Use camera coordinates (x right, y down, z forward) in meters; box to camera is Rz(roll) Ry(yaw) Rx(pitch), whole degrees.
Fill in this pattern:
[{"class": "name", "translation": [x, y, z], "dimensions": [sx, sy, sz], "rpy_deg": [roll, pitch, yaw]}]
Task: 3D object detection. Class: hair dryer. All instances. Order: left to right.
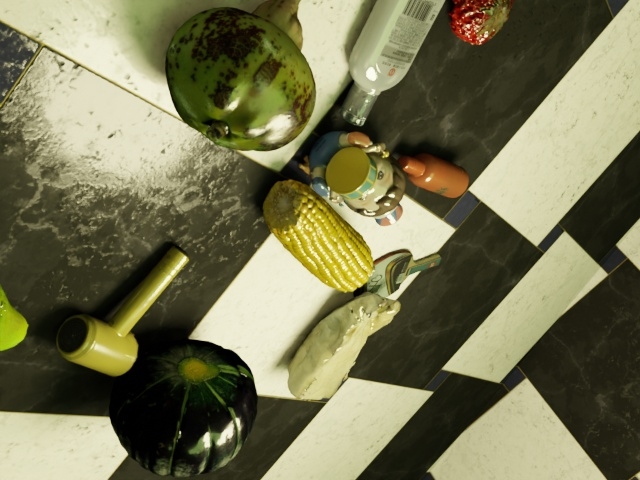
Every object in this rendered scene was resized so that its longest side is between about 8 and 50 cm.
[{"class": "hair dryer", "translation": [-0.352, 0.119, 1.357], "dimensions": [0.278, 0.090, 0.135], "rpy_deg": [-50, 145, -2]}]

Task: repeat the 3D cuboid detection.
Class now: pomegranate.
[{"class": "pomegranate", "translation": [-0.092, -0.261, 1.094], "dimensions": [0.276, 0.204, 0.222], "rpy_deg": [-43, 132, -8]}]

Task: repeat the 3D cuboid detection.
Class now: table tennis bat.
[{"class": "table tennis bat", "translation": [0.208, 0.087, 1.974], "dimensions": [0.301, 0.022, 0.173], "rpy_deg": [-14, 137, -35]}]

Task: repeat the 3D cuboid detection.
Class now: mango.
[{"class": "mango", "translation": [-0.531, 0.101, 1.106], "dimensions": [0.125, 0.111, 0.233], "rpy_deg": [-41, 148, 3]}]

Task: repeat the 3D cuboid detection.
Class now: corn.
[{"class": "corn", "translation": [0.000, 0.000, 1.546], "dimensions": [0.144, 0.144, 0.387], "rpy_deg": [-46, 144, 3]}]

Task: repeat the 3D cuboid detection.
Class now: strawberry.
[{"class": "strawberry", "translation": [0.315, -0.452, 1.428], "dimensions": [0.145, 0.086, 0.145], "rpy_deg": [-29, 146, -22]}]

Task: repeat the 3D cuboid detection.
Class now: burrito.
[{"class": "burrito", "translation": [0.050, 0.251, 1.877], "dimensions": [0.331, 0.135, 0.190], "rpy_deg": [-53, 147, 12]}]

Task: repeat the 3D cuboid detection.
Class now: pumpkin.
[{"class": "pumpkin", "translation": [-0.282, 0.356, 1.490], "dimensions": [0.296, 0.296, 0.295], "rpy_deg": [-28, 144, -23]}]

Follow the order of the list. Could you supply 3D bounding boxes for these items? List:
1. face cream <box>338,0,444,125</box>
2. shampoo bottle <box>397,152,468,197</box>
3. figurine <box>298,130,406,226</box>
[{"class": "face cream", "translation": [0.121, -0.348, 1.345], "dimensions": [0.144, 0.071, 0.291], "rpy_deg": [-2, 128, -45]}, {"class": "shampoo bottle", "translation": [0.252, -0.155, 1.695], "dimensions": [0.244, 0.085, 0.085], "rpy_deg": [9, 120, -49]}, {"class": "figurine", "translation": [0.090, -0.121, 1.483], "dimensions": [0.161, 0.158, 0.276], "rpy_deg": [-49, 147, 14]}]
